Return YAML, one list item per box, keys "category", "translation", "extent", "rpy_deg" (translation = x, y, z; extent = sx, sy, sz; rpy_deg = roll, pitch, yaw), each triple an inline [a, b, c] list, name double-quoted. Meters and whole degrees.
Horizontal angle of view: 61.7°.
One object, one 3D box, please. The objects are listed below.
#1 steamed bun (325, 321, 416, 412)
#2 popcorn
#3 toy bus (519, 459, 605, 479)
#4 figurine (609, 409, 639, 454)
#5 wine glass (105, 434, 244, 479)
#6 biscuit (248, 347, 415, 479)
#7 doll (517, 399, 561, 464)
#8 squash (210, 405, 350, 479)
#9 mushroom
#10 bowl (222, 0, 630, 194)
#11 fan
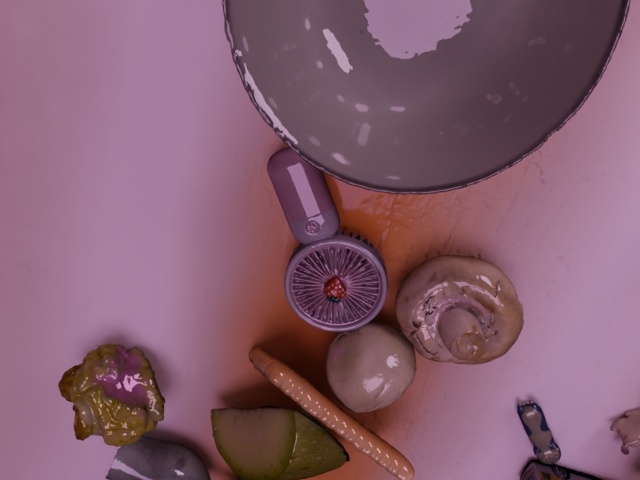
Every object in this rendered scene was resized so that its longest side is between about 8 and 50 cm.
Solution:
- category: "steamed bun"
  translation: [0.057, 0.165, 0.703]
  extent: [0.130, 0.112, 0.091]
  rpy_deg: [-24, 135, 38]
- category: "popcorn"
  translation: [-0.294, 0.222, 0.768]
  extent: [0.126, 0.125, 0.145]
  rpy_deg: [-31, 118, 8]
- category: "toy bus"
  translation: [0.392, 0.389, 0.804]
  extent: [0.172, 0.072, 0.057]
  rpy_deg: [17, 118, -1]
- category: "figurine"
  translation: [0.460, 0.270, 0.763]
  extent: [0.083, 0.047, 0.050]
  rpy_deg: [-32, 122, 10]
- category: "wine glass"
  translation: [-0.228, 0.372, 0.844]
  extent: [0.202, 0.093, 0.092]
  rpy_deg: [27, 113, -7]
- category: "biscuit"
  translation: [0.011, 0.233, 0.737]
  extent: [0.250, 0.160, 0.030]
  rpy_deg: [40, 78, -11]
- category: "doll"
  translation: [0.320, 0.281, 0.786]
  extent: [0.037, 0.027, 0.125]
  rpy_deg: [-22, 110, 22]
- category: "squash"
  translation: [-0.056, 0.316, 0.767]
  extent: [0.192, 0.085, 0.184]
  rpy_deg: [-14, 129, 40]
- category: "mushroom"
  translation: [0.170, 0.092, 0.666]
  extent: [0.154, 0.122, 0.154]
  rpy_deg: [3, 119, 5]
- category: "bowl"
  translation: [0.089, -0.225, 0.512]
  extent: [0.338, 0.157, 0.336]
  rpy_deg: [2, 115, 5]
- category: "fan"
  translation: [0.000, 0.000, 0.666]
  extent: [0.130, 0.074, 0.244]
  rpy_deg: [-18, 110, 13]
